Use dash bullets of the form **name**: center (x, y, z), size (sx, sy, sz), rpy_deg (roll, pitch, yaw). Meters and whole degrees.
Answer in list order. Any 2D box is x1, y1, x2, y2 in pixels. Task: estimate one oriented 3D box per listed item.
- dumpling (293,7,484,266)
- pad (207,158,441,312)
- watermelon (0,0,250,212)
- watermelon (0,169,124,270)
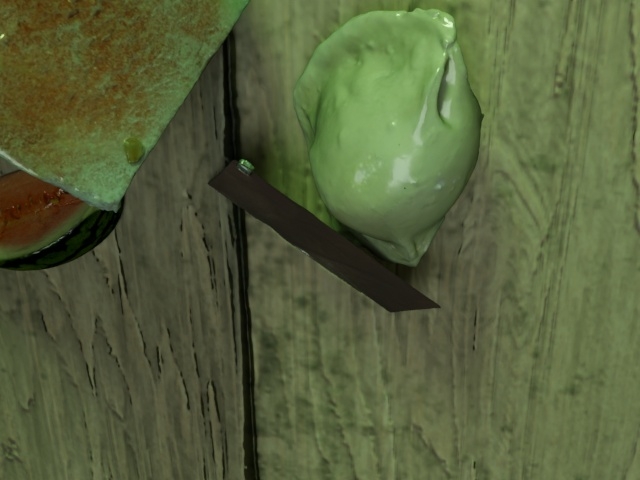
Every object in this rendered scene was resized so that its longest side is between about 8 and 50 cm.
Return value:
- **dumpling**: center (0.039, -0.077, 0.733), size (0.155, 0.111, 0.181), rpy_deg (25, 101, 30)
- **pad**: center (0.000, 0.000, 0.797), size (0.188, 0.006, 0.113), rpy_deg (36, 165, -10)
- **watermelon**: center (-0.187, -0.145, 0.676), size (0.213, 0.201, 0.261), rpy_deg (35, 118, -21)
- **watermelon**: center (-0.234, -0.007, 0.846), size (0.163, 0.069, 0.087), rpy_deg (-16, 117, 18)
